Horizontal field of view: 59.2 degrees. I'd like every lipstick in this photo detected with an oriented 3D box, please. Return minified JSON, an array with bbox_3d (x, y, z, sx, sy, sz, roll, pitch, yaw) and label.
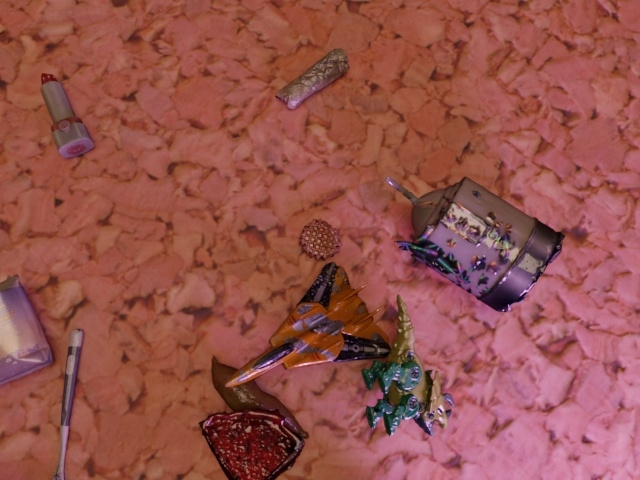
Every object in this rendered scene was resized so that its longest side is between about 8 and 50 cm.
[{"bbox_3d":[-0.506,-0.255,1.092,0.063,0.057,0.186,-25,77,-10],"label":"lipstick"}]

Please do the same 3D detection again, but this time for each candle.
[{"bbox_3d":[0.256,-0.018,1.027,0.330,0.187,0.187,33,76,5],"label":"candle"}]

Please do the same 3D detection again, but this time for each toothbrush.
[{"bbox_3d":[-0.441,0.297,0.976,0.024,0.026,0.287,4,75,-7],"label":"toothbrush"}]

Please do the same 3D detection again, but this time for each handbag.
[{"bbox_3d":[-0.546,0.155,0.973,0.117,0.095,0.173,-22,87,-15],"label":"handbag"}]

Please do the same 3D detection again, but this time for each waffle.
[{"bbox_3d":[0.000,0.000,1.084,0.075,0.029,0.083,-39,84,-12],"label":"waffle"}]

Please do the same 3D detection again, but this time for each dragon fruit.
[{"bbox_3d":[-0.120,0.344,0.952,0.121,0.127,0.161,-38,79,-30],"label":"dragon fruit"}]

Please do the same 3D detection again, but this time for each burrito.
[{"bbox_3d":[-0.012,-0.332,1.158,0.171,0.042,0.051,-37,92,-11],"label":"burrito"}]

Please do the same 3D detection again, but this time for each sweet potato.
[{"bbox_3d":[-0.116,0.287,0.987,0.226,0.068,0.068,38,76,2],"label":"sweet potato"}]

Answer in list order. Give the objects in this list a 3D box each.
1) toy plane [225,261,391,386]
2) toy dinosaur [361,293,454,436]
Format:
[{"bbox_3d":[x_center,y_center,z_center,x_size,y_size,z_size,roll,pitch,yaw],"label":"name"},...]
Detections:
[{"bbox_3d":[-0.033,0.178,0.983,0.316,0.103,0.204,-27,78,-26],"label":"toy plane"},{"bbox_3d":[0.144,0.229,0.990,0.153,0.094,0.259,-18,93,-29],"label":"toy dinosaur"}]
